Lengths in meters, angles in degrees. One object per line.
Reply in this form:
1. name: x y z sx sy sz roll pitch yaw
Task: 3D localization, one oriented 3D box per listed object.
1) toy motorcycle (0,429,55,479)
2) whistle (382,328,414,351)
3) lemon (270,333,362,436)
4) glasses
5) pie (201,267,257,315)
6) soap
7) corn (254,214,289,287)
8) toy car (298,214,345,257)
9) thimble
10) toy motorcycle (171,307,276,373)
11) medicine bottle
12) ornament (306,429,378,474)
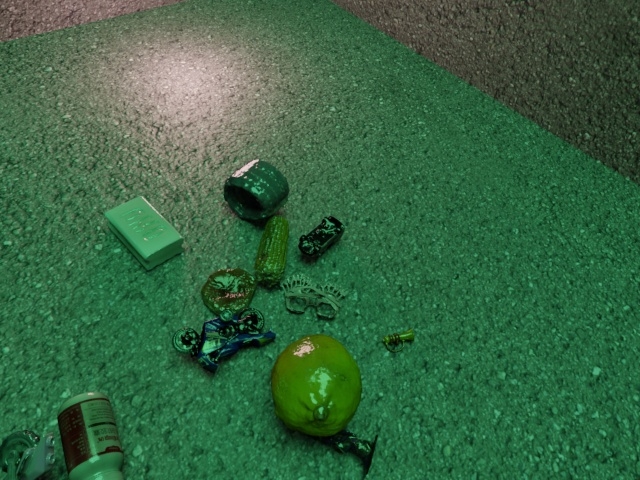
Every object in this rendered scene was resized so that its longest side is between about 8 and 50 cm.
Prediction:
1. toy motorcycle: -0.657 0.610 1.098 0.188 0.143 0.327 -4 78 1
2. whistle: 0.266 0.343 1.623 0.109 0.057 0.046 -14 9 -12
3. lemon: -0.010 0.411 1.337 0.268 0.268 0.322 3 23 -9
4. glasses: -0.025 0.174 1.666 0.255 0.095 0.162 14 40 -2
5. pie: -0.318 0.173 1.636 0.195 0.046 0.195 5 49 -6
6. soap: -0.635 -0.031 1.719 0.160 0.087 0.265 -34 63 -32
7. corn: -0.177 0.033 1.745 0.115 0.115 0.318 9 43 -4
8. toy car: 0.000 0.000 1.813 0.089 0.108 0.209 38 57 18
9. thimble: -0.253 -0.189 1.853 0.236 0.205 0.172 28 53 18
10. toy motorcycle: -0.294 0.313 1.485 0.315 0.113 0.169 -14 64 -32
11. medicine bottle: -0.588 0.528 1.222 0.131 0.131 0.250 -18 55 -24
12. ornament: 0.063 0.570 1.358 0.203 0.088 0.081 17 28 19
